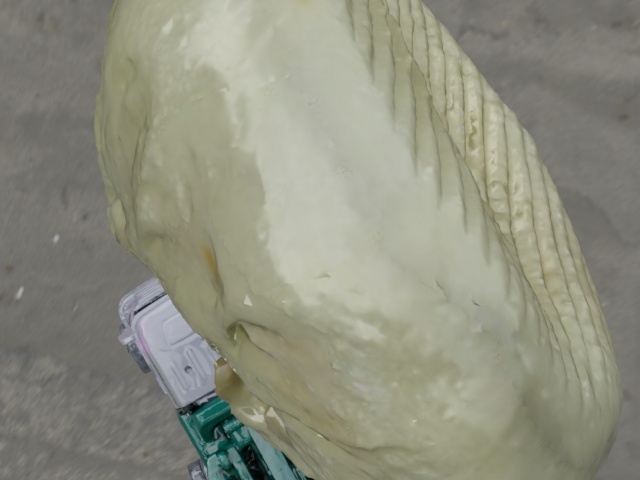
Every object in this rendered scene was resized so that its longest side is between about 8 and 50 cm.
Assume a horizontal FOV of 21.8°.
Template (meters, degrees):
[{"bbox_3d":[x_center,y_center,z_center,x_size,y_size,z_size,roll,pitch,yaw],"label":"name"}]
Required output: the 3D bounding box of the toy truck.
[{"bbox_3d":[-0.059,0.187,1.644,0.176,0.178,0.363,-29,95,-6],"label":"toy truck"}]

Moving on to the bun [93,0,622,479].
[{"bbox_3d":[0.000,0.000,0.522,0.127,0.222,0.222,-28,83,17],"label":"bun"}]
